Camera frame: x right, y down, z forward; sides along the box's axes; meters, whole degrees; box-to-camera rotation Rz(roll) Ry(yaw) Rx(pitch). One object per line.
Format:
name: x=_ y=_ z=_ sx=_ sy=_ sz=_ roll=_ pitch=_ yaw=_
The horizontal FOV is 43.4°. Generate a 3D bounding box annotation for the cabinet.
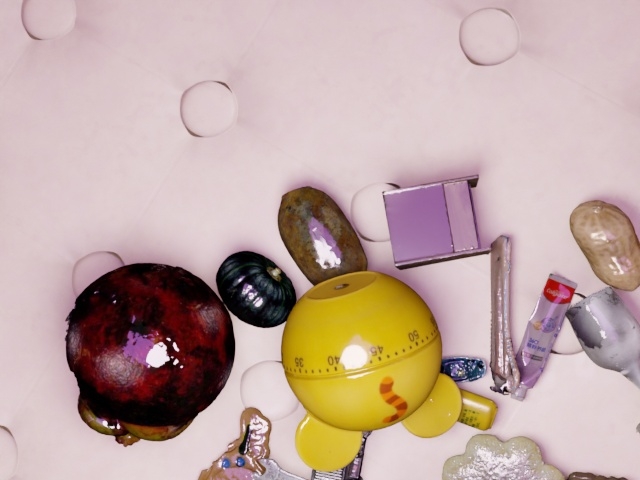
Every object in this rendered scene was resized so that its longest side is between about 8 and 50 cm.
cabinet: x=0.267 y=-0.037 z=1.833 sx=0.215 sy=0.148 sz=0.174 roll=-10 pitch=83 yaw=9

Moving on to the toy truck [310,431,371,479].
toy truck: x=0.045 y=0.509 z=1.827 sx=0.121 sy=0.088 sz=0.259 roll=10 pitch=86 yaw=7

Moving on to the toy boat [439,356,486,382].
toy boat: x=0.309 y=0.296 z=1.834 sx=0.137 sy=0.061 sz=0.060 roll=-2 pitch=84 yaw=7

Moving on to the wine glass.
wine glass: x=0.671 y=0.260 z=1.765 sx=0.143 sy=0.143 sz=0.321 roll=-33 pitch=79 yaw=2

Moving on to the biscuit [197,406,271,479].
biscuit: x=-0.186 y=0.550 z=1.870 sx=0.183 sy=0.047 sz=0.319 roll=19 pitch=85 yaw=5

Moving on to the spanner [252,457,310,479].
spanner: x=-0.007 y=0.557 z=1.778 sx=0.302 sy=0.017 sz=0.071 roll=19 pitch=89 yaw=7

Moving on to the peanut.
peanut: x=0.649 y=0.009 z=1.797 sx=0.129 sy=0.129 sz=0.224 roll=-31 pitch=84 yaw=2

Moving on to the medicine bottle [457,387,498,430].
medicine bottle: x=0.269 y=0.357 z=1.824 sx=0.261 sy=0.095 sz=0.064 roll=18 pitch=49 yaw=14

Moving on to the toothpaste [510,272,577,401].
toothpaste: x=0.500 y=0.223 z=1.832 sx=0.075 sy=0.048 sz=0.301 roll=21 pitch=84 yaw=12

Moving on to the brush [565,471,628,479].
brush: x=0.531 y=0.542 z=1.791 sx=0.301 sy=0.071 sz=0.084 roll=8 pitch=69 yaw=15

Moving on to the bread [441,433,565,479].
bread: x=0.384 y=0.531 z=1.782 sx=0.287 sy=0.056 sz=0.207 roll=-27 pitch=77 yaw=14

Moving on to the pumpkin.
pumpkin: x=-0.143 y=0.109 z=1.835 sx=0.202 sy=0.202 sz=0.140 roll=45 pitch=107 yaw=9

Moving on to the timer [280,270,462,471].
timer: x=0.093 y=0.271 z=1.700 sx=0.376 sy=0.376 sz=0.386 roll=-15 pitch=99 yaw=4

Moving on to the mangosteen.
mangosteen: x=-0.378 y=0.243 z=1.782 sx=0.381 sy=0.421 sz=0.381 roll=11 pitch=49 yaw=-12

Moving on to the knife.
knife: x=0.421 y=0.168 z=1.835 sx=0.043 sy=0.089 sz=0.365 roll=8 pitch=79 yaw=-37

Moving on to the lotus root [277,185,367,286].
lotus root: x=0.000 y=0.000 z=1.853 sx=0.160 sy=0.152 sz=0.274 roll=-32 pitch=81 yaw=6
